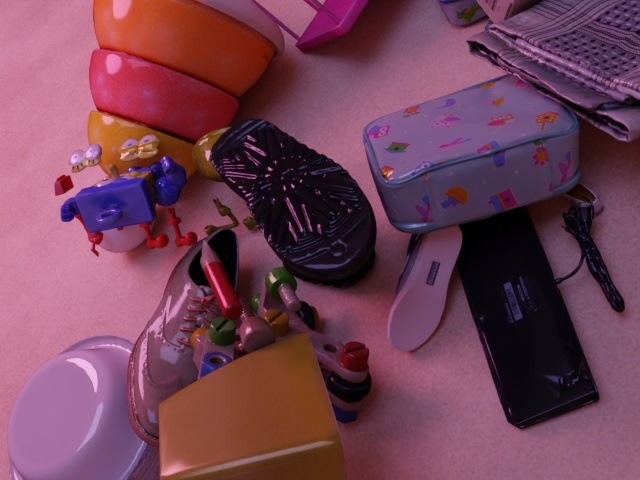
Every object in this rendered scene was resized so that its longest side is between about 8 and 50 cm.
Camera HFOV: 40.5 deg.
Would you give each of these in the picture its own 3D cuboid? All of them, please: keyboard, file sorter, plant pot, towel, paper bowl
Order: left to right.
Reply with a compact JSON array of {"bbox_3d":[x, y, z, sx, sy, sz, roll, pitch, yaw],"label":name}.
[{"bbox_3d":[-0.352,0.280,1.304,0.284,0.148,0.284,-14,56,22],"label":"paper bowl"},{"bbox_3d":[-0.075,0.258,0.964,0.187,0.212,0.212,-11,27,-7],"label":"plant pot"},{"bbox_3d":[0.015,-0.506,1.478,0.291,0.182,0.202,-57,21,-10],"label":"file sorter"},{"bbox_3d":[0.288,0.066,1.114,0.201,0.033,0.317,-29,52,24],"label":"keyboard"},{"bbox_3d":[0.409,-0.274,1.155,0.324,0.056,0.312,-30,47,-18],"label":"towel"}]

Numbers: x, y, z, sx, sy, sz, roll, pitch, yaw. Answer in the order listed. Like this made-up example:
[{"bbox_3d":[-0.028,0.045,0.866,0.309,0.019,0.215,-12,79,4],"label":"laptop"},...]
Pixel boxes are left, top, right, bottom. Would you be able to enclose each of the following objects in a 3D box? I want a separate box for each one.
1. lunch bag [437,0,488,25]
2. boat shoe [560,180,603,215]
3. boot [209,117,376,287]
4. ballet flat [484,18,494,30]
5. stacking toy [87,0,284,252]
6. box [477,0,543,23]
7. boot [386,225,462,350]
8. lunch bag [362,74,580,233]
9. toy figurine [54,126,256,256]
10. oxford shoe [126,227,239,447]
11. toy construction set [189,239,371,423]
[{"bbox_3d":[0.259,-0.472,1.420,0.176,0.090,0.219,-20,55,17],"label":"lunch bag"},{"bbox_3d":[0.336,-0.071,1.164,0.035,0.035,0.100,-43,50,2],"label":"boat shoe"},{"bbox_3d":[0.003,-0.003,1.175,0.131,0.260,0.348,-36,42,-3],"label":"boot"},{"bbox_3d":[0.317,-0.285,1.290,0.070,0.070,0.188,-36,53,8],"label":"ballet flat"},{"bbox_3d":[-0.292,-0.208,1.499,0.350,0.350,0.480,18,89,38],"label":"stacking toy"},{"bbox_3d":[0.353,-0.433,1.272,0.275,0.094,0.113,-30,77,-7],"label":"box"},{"bbox_3d":[0.139,0.057,1.199,0.086,0.069,0.190,-132,66,-79],"label":"boot"},{"bbox_3d":[0.205,-0.125,1.179,0.279,0.108,0.224,-16,31,1],"label":"lunch bag"},{"bbox_3d":[-0.259,-0.048,1.323,0.362,0.191,0.217,-8,18,10],"label":"toy figurine"},{"bbox_3d":[-0.194,0.126,1.257,0.130,0.123,0.348,127,157,-47],"label":"oxford shoe"},{"bbox_3d":[-0.093,0.119,1.153,0.257,0.309,0.237,-23,40,-9],"label":"toy construction set"}]
